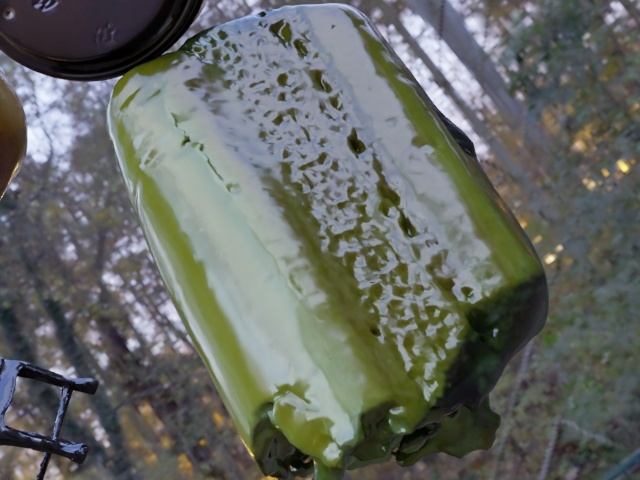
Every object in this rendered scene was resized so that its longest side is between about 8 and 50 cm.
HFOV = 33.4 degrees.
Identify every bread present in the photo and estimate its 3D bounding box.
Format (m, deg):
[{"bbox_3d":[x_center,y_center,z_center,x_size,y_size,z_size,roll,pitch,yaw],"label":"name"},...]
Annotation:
[{"bbox_3d":[0.000,0.000,0.806,0.251,0.376,0.208,-20,-27,-20],"label":"bread"}]

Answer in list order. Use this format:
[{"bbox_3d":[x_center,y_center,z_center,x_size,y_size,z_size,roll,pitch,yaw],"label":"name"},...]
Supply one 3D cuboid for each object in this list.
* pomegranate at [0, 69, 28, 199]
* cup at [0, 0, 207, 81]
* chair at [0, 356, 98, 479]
[{"bbox_3d":[-0.723,-0.177,1.840,0.417,0.416,0.416,-36,-9,-7],"label":"pomegranate"},{"bbox_3d":[-0.177,-0.233,0.893,0.196,0.196,0.279,-38,7,8],"label":"cup"},{"bbox_3d":[-0.328,0.164,0.971,0.113,0.229,0.106,-93,22,-56],"label":"chair"}]
